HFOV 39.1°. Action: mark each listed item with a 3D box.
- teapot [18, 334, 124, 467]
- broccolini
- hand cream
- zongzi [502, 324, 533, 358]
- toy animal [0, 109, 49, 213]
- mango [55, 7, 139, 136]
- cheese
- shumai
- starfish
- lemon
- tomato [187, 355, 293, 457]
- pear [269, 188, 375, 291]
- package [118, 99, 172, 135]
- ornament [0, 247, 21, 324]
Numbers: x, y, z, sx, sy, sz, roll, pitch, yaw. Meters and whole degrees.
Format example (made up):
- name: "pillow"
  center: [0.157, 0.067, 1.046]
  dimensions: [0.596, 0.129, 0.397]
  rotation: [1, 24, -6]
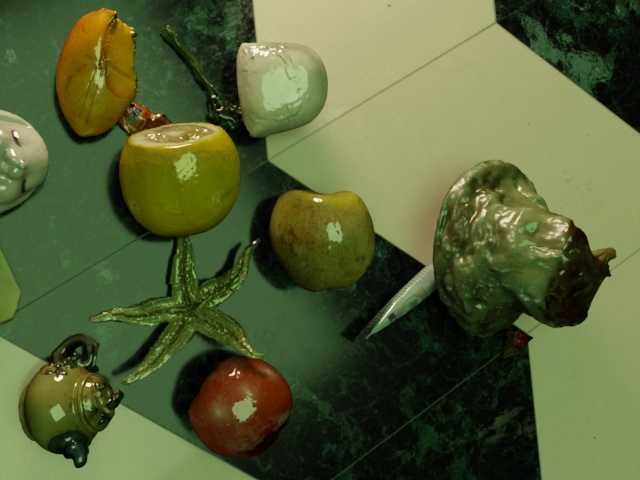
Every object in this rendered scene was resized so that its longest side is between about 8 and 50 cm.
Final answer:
- name: "teapot"
  center: [-0.460, 0.302, 1.717]
  dimensions: [0.183, 0.173, 0.269]
  rotation: [-11, 56, 17]
- name: "broccolini"
  center: [-0.254, -0.339, 1.908]
  dimensions: [0.057, 0.071, 0.254]
  rotation: [-37, 94, 25]
- name: "hand cream"
  center: [0.203, 0.117, 2.013]
  dimensions: [0.331, 0.085, 0.058]
  rotation: [-36, 94, -20]
- name: "zongzi"
  center: [0.452, 0.225, 2.111]
  dimensions: [0.073, 0.067, 0.083]
  rotation: [48, 55, 1]
- name: "toy animal"
  center: [-0.646, -0.151, 1.685]
  dimensions: [0.265, 0.206, 0.271]
  rotation: [-12, 107, -27]
- name: "mango"
  center: [-0.443, -0.328, 1.789]
  dimensions: [0.154, 0.126, 0.252]
  rotation: [13, 90, -29]
- name: "cheese"
  center: [-0.078, -0.321, 1.894]
  dimensions: [0.189, 0.154, 0.198]
  rotation: [-6, 94, -1]
- name: "shumai"
  center: [0.444, 0.032, 1.926]
  dimensions: [0.324, 0.323, 0.397]
  rotation: [-4, 100, -41]
- name: "starfish"
  center: [-0.281, 0.129, 1.830]
  dimensions: [0.358, 0.078, 0.347]
  rotation: [-1, 68, 5]
- name: "lemon"
  center: [-0.274, -0.110, 1.783]
  dimensions: [0.241, 0.240, 0.219]
  rotation: [-10, 112, -19]
- name: "tomato"
  center: [-0.155, 0.337, 1.808]
  dimensions: [0.184, 0.208, 0.208]
  rotation: [33, 77, 5]
- name: "pear"
  center: [0.000, 0.000, 1.879]
  dimensions: [0.188, 0.229, 0.211]
  rotation: [-4, 97, -57]
- name: "package"
  center: [-0.366, -0.245, 1.858]
  dimensions: [0.111, 0.033, 0.077]
  rotation: [40, 66, -18]
- name: "ornament"
  center: [-0.646, 0.058, 1.691]
  dimensions: [0.201, 0.059, 0.180]
  rotation: [33, 67, -51]
